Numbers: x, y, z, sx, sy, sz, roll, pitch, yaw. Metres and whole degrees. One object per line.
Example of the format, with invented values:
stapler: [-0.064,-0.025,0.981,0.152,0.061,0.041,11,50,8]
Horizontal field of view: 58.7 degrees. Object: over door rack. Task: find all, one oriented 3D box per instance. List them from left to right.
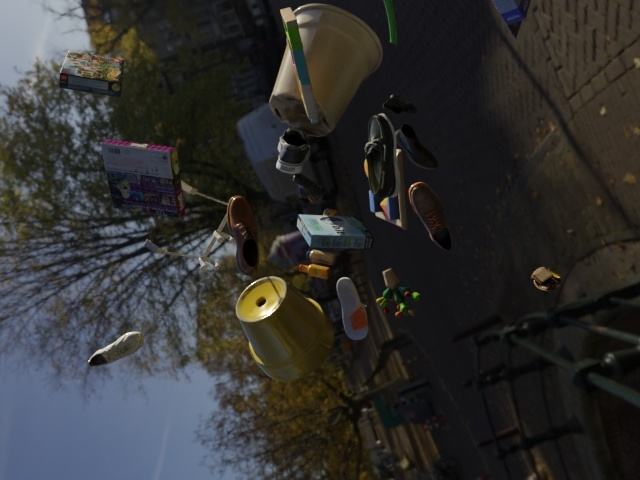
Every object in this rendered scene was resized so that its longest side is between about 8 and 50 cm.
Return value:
over door rack: [-0.383,-0.031,1.861,0.108,0.239,0.324,32,-176,31]

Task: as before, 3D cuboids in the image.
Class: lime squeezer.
lime squeezer: [0.190,-0.643,1.363,0.059,0.110,0.310,27,104,62]

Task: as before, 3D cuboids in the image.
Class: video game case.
video game case: [-0.514,-0.179,1.656,0.042,0.232,0.210,-56,-30,-56]

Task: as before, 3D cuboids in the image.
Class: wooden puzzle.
wooden puzzle: [0.264,-0.227,2.390,0.348,0.080,0.322,-136,37,-71]

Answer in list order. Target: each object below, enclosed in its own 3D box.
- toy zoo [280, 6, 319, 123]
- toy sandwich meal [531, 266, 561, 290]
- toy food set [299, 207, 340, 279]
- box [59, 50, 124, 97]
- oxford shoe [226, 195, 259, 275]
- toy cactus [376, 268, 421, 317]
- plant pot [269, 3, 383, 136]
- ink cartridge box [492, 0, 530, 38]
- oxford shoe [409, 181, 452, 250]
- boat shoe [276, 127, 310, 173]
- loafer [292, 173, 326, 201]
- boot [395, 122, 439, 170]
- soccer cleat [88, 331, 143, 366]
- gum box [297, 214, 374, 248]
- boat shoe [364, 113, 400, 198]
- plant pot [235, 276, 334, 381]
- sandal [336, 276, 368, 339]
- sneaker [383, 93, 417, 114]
toy zoo: [-0.050,-0.446,1.501,0.192,0.030,0.293,-104,0,-58]
toy sandwich meal: [0.679,0.115,1.707,0.085,0.085,0.029,-113,2,-48]
toy food set: [0.000,0.000,1.869,0.111,0.104,0.232,-37,-45,-64]
box: [-0.652,-0.482,1.639,0.233,0.159,0.044,-116,36,-54]
oxford shoe: [-0.190,-0.021,1.471,0.076,0.076,0.212,145,114,-65]
toy cactus: [0.268,0.194,2.063,0.180,0.112,0.219,66,157,-1]
plant pot: [-0.005,-0.517,1.828,0.334,0.334,0.305,80,-150,-70]
ink cartridge box: [0.473,-0.696,1.453,0.065,0.186,0.311,-3,144,45]
oxford shoe: [0.524,-0.109,2.624,0.363,0.130,0.133,54,-168,-25]
boat shoe: [-0.083,-0.304,1.783,0.301,0.108,0.102,-79,2,-65]
loafer: [-0.041,-0.161,1.792,0.062,0.061,0.170,39,-172,31]
boot: [0.348,-0.332,2.036,0.198,0.077,0.137,37,176,2]
soccer cleat: [-0.650,0.353,1.816,0.068,0.196,0.076,61,-166,-7]
gum box: [0.041,-0.026,1.631,0.157,0.184,0.041,-125,40,-61]
boat shoe: [0.201,-0.294,1.948,0.114,0.091,0.302,-34,62,57]
plant pot: [-0.119,0.240,1.651,0.239,0.254,0.254,58,-174,-39]
sandal: [0.136,0.262,2.253,0.076,0.102,0.265,-37,-63,-63]
sneaker: [0.347,-0.574,2.470,0.051,0.170,0.089,-41,33,44]
